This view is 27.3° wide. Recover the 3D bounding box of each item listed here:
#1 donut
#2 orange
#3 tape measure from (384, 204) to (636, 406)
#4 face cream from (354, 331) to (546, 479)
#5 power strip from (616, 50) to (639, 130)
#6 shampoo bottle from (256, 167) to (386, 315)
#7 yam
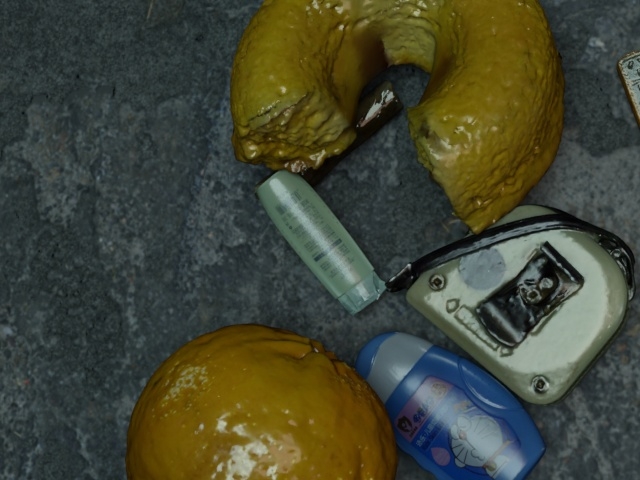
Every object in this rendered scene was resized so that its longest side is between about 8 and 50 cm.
[{"bbox_3d":[0.095,-0.228,1.659,0.435,0.163,0.377,10,67,16],"label":"donut"},{"bbox_3d":[-0.065,0.252,1.595,0.340,0.340,0.293,37,99,16],"label":"orange"},{"bbox_3d":[0.249,0.050,1.648,0.271,0.133,0.231,39,94,19],"label":"tape measure"},{"bbox_3d":[0.156,0.217,1.674,0.264,0.083,0.149,38,95,17],"label":"face cream"},{"bbox_3d":[0.426,-0.162,1.677,0.049,0.028,0.178,-20,79,11],"label":"power strip"},{"bbox_3d":[0.000,0.000,1.734,0.072,0.049,0.212,-37,90,-1],"label":"shampoo bottle"},{"bbox_3d":[0.011,-0.124,1.771,0.241,0.057,0.057,-39,75,7],"label":"yam"}]
